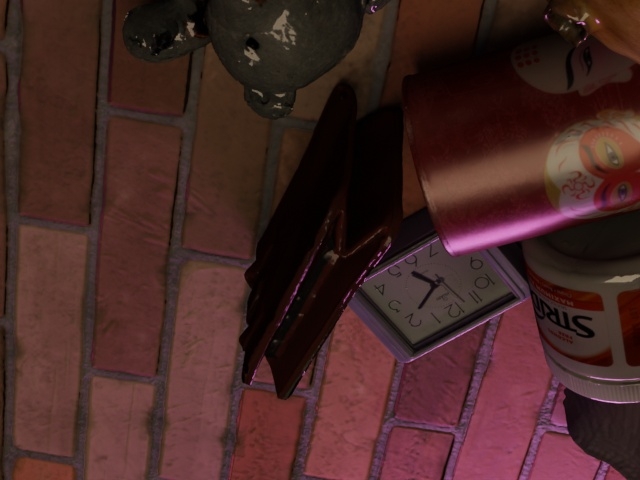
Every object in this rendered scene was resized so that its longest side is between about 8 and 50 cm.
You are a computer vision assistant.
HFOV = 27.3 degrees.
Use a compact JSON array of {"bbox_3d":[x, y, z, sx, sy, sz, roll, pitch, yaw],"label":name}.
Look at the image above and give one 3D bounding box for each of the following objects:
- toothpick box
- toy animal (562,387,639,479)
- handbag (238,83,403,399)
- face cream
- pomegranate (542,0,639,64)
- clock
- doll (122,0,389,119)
[{"bbox_3d":[0.271,-0.118,1.347,0.333,0.204,0.204,-15,123,13],"label":"toothpick box"},{"bbox_3d":[0.453,0.221,1.527,0.225,0.302,0.284,28,128,-11],"label":"toy animal"},{"bbox_3d":[-0.001,-0.001,1.418,0.084,0.260,0.275,22,126,-14],"label":"handbag"},{"bbox_3d":[0.334,0.047,1.460,0.201,0.201,0.187,-9,125,11],"label":"face cream"},{"bbox_3d":[0.299,-0.309,1.130,0.333,0.332,0.332,2,126,3],"label":"pomegranate"},{"bbox_3d":[0.136,0.044,1.553,0.193,0.073,0.144,-31,117,23],"label":"clock"},{"bbox_3d":[-0.113,-0.265,1.299,0.340,0.158,0.246,31,110,-14],"label":"doll"}]
